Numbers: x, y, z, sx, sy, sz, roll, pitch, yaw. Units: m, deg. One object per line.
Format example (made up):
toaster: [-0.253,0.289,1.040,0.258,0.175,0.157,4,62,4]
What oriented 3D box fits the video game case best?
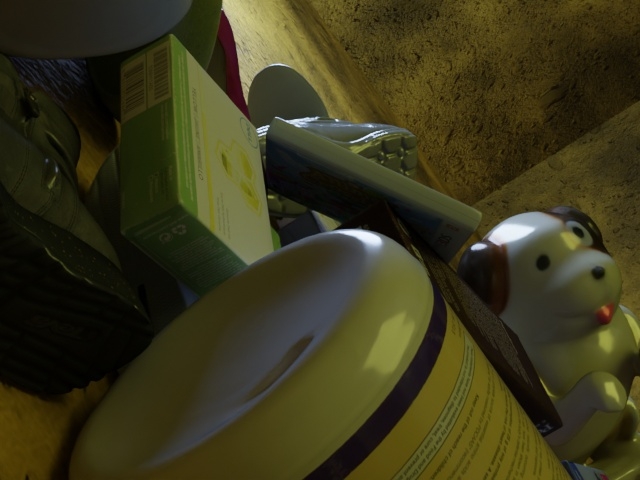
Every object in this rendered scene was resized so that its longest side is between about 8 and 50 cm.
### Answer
video game case: [0.044,-0.041,1.133,0.212,0.023,0.193,25,-12,3]

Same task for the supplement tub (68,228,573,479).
supplement tub: [0.036,0.186,0.692,0.331,0.241,0.241,54,12,-18]

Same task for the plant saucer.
plant saucer: [-0.164,-0.216,1.045,0.037,0.241,0.241,4,46,-35]

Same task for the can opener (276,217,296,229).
can opener: [0.000,0.000,1.436,0.280,0.074,0.093,64,12,27]

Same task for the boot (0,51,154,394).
boot: [-0.228,-0.066,0.638,0.223,0.118,0.338,62,1,36]

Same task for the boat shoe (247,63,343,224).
boat shoe: [-0.006,-0.101,1.589,0.306,0.113,0.105,58,5,-9]

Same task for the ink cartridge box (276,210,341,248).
ink cartridge box: [-0.016,0.026,1.264,0.092,0.090,0.143,58,13,4]

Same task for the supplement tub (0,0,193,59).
supplement tub: [-0.214,-0.322,0.919,0.193,0.193,0.316,27,51,-68]

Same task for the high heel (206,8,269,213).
high heel: [-0.143,-0.178,1.160,0.377,0.127,0.181,63,2,11]

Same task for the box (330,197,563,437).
box: [0.089,0.132,1.180,0.381,0.191,0.143,39,21,-54]

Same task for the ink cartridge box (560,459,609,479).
ink cartridge box: [0.218,0.307,1.248,0.065,0.185,0.311,64,14,19]

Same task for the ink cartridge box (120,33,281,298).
ink cartridge box: [-0.061,-0.015,0.851,0.235,0.056,0.171,46,26,-44]

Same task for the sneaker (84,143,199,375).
sneaker: [-0.121,0.028,0.872,0.091,0.094,0.258,58,16,-49]

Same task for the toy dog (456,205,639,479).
toy dog: [0.331,0.152,1.625,0.395,0.284,0.408,-138,-145,-56]

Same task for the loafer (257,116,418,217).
loafer: [-0.017,-0.091,1.370,0.111,0.112,0.319,15,15,43]
